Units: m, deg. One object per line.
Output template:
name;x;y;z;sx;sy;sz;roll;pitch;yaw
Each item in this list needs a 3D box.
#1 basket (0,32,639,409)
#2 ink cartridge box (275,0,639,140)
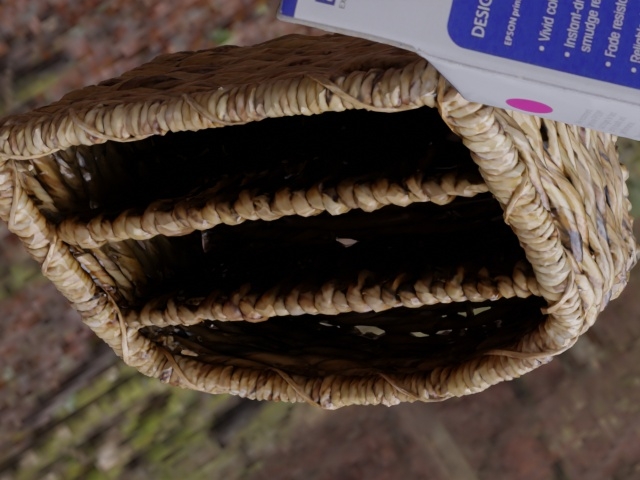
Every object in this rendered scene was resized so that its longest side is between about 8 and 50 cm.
basket;0.000;0.000;0.898;0.299;0.213;0.223;-5;-166;27
ink cartridge box;0.180;-0.124;0.694;0.069;0.371;0.175;114;-10;-80
